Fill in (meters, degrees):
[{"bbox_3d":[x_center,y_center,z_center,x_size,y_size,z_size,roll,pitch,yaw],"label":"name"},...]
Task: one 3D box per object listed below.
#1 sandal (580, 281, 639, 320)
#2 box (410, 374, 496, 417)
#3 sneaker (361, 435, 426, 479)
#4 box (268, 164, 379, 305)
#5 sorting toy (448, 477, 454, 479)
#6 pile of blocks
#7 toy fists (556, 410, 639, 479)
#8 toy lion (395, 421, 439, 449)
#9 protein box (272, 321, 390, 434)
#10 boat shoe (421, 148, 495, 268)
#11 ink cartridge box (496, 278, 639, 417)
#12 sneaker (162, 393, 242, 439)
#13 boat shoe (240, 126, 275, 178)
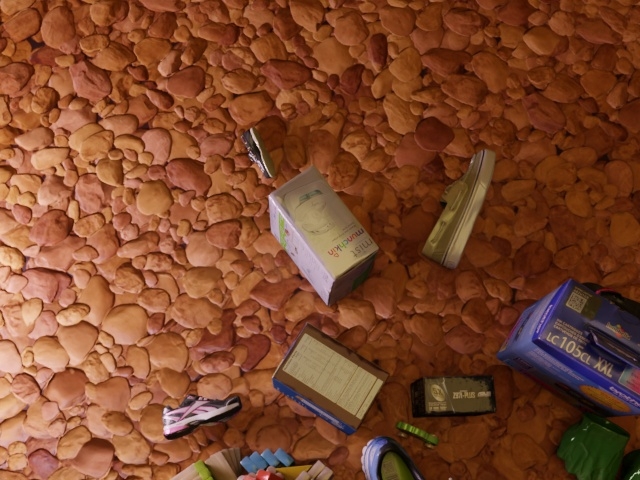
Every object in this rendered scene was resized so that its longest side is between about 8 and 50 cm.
[{"bbox_3d":[0.669,0.140,1.806,0.179,0.040,0.067,18,74,3],"label":"sandal"},{"bbox_3d":[0.278,0.333,1.662,0.147,0.180,0.078,-1,75,-2],"label":"box"},{"bbox_3d":[0.179,0.565,1.608,0.129,0.147,0.330,-24,78,-9],"label":"sneaker"},{"bbox_3d":[0.000,0.000,1.706,0.126,0.262,0.231,-36,77,-12],"label":"box"},{"bbox_3d":[0.264,0.601,1.556,0.348,0.047,0.196,50,50,-27],"label":"sorting toy"},{"bbox_3d":[-0.156,0.488,1.618,0.362,0.113,0.149,-10,63,-2],"label":"pile of blocks"},{"bbox_3d":[0.644,0.477,1.665,0.279,0.096,0.142,24,101,3],"label":"toy fists"},{"bbox_3d":[0.208,0.414,1.679,0.100,0.096,0.034,22,74,4],"label":"toy lion"},{"bbox_3d":[0.017,0.296,1.651,0.201,0.200,0.136,32,75,7],"label":"protein box"},{"bbox_3d":[0.325,-0.085,1.826,0.094,0.109,0.302,21,77,6],"label":"boat shoe"},{"bbox_3d":[0.549,0.227,1.592,0.270,0.395,0.151,31,75,7],"label":"ink cartridge box"},{"bbox_3d":[-0.260,0.363,1.692,0.178,0.072,0.077,-16,64,-13],"label":"sneaker"},{"bbox_3d":[-0.149,-0.205,1.875,0.042,0.049,0.133,-28,83,19],"label":"boat shoe"}]
